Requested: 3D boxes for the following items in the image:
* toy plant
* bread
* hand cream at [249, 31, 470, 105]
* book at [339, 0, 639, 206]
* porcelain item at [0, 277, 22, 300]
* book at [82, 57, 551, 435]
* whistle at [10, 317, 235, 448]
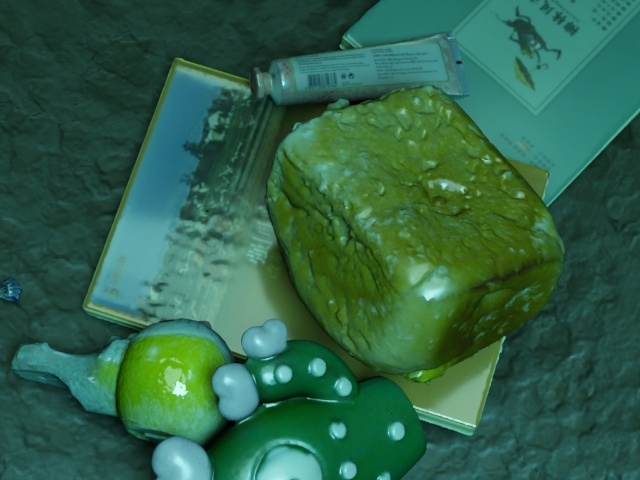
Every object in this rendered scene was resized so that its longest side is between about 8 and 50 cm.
[{"bbox_3d":[-0.028,0.201,1.391,0.232,0.112,0.243,41,78,-26],"label":"toy plant"},{"bbox_3d":[0.070,-0.005,1.425,0.195,0.176,0.246,-18,58,-32],"label":"bread"},{"bbox_3d":[0.037,-0.157,1.562,0.209,0.043,0.067,-7,70,-17],"label":"hand cream"},{"bbox_3d":[0.238,-0.232,1.641,0.264,0.031,0.379,44,73,10],"label":"book"},{"bbox_3d":[-0.306,0.050,1.497,0.075,0.021,0.136,-10,72,-13],"label":"porcelain item"},{"bbox_3d":[0.000,0.000,1.527,0.374,0.028,0.262,17,73,5],"label":"book"},{"bbox_3d":[-0.160,0.114,1.447,0.223,0.123,0.123,10,69,15],"label":"whistle"}]
